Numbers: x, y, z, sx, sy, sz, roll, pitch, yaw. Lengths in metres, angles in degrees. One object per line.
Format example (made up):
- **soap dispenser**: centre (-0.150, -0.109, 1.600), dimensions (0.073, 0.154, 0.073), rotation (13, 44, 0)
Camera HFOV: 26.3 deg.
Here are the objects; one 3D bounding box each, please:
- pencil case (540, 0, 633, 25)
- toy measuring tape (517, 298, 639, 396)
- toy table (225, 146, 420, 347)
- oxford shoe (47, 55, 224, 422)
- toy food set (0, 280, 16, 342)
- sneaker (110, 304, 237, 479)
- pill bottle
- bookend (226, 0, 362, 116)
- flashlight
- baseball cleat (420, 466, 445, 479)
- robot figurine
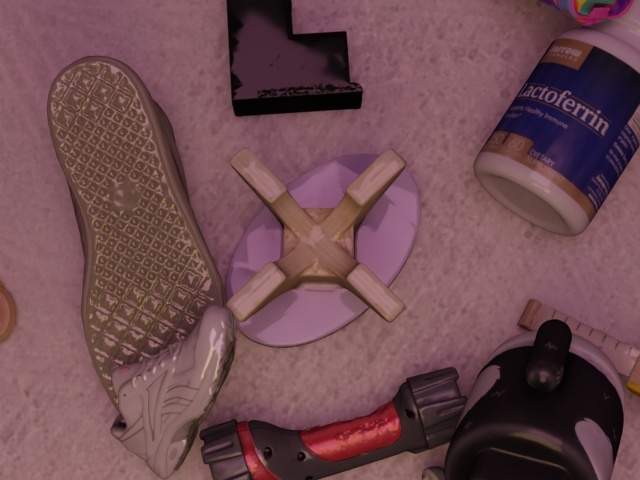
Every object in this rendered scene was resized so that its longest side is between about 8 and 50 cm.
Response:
- **pencil case**: centre (0.265, -0.325, 1.591), dimensions (0.104, 0.236, 0.104), rotation (-13, 120, -23)
- **toy measuring tape**: centre (0.387, 0.161, 1.582), dimensions (0.330, 0.121, 0.121), rotation (24, 81, 28)
- **toy table**: centre (0.000, 0.000, 1.569), dimensions (0.252, 0.161, 0.274), rotation (34, 83, 6)
- **oxford shoe**: centre (-0.208, 0.006, 1.593), dimensions (0.169, 0.130, 0.450), rotation (-14, 95, 0)
- **toy food set**: centre (-0.403, 0.089, 1.628), dimensions (0.082, 0.020, 0.083), rotation (-36, 82, -5)
- **sneaker**: centre (-0.171, 0.157, 1.498), dimensions (0.115, 0.090, 0.232), rotation (27, 117, 0)
- **pill bottle**: centre (0.307, -0.150, 1.594), dimensions (0.153, 0.153, 0.265), rotation (33, 81, 6)
- **bookend**: centre (-0.033, -0.238, 1.654), dimensions (0.156, 0.072, 0.157), rotation (-4, 79, -1)
- **flashlight**: centre (0.018, 0.219, 1.559), dimensions (0.304, 0.103, 0.103), rotation (-18, 80, -1)
- **baseball cleat**: centre (0.198, 0.335, 1.562), dimensions (0.109, 0.072, 0.206), rotation (-28, 83, -20)
- **robot figurine**: centre (0.229, 0.213, 1.466), dimensions (0.173, 0.278, 0.209), rotation (45, 126, -9)
